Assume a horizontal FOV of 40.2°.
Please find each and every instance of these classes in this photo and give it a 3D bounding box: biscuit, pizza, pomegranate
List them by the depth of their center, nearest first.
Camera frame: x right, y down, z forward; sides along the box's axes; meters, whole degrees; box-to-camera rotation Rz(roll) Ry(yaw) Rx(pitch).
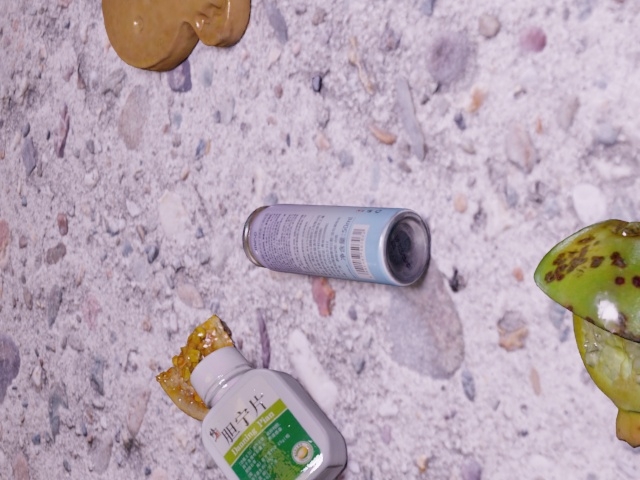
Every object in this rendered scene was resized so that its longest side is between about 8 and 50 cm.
[{"bbox_3d":[0.238,0.059,0.622,0.169,0.122,0.143,56,169,-14],"label":"pomegranate"},{"bbox_3d":[-0.138,0.157,1.055,0.178,0.041,0.130,26,108,42],"label":"pizza"},{"bbox_3d":[-0.168,-0.349,1.061,0.355,0.052,0.275,-23,75,43],"label":"biscuit"}]

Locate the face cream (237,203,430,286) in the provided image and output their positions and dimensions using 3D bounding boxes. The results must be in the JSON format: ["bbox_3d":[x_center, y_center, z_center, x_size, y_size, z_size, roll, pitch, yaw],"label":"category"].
[{"bbox_3d":[0.000,0.000,0.885,0.229,0.075,0.075,6,95,45],"label":"face cream"}]

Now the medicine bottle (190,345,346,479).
[{"bbox_3d":[-0.064,0.200,0.939,0.119,0.069,0.183,-48,61,9],"label":"medicine bottle"}]
